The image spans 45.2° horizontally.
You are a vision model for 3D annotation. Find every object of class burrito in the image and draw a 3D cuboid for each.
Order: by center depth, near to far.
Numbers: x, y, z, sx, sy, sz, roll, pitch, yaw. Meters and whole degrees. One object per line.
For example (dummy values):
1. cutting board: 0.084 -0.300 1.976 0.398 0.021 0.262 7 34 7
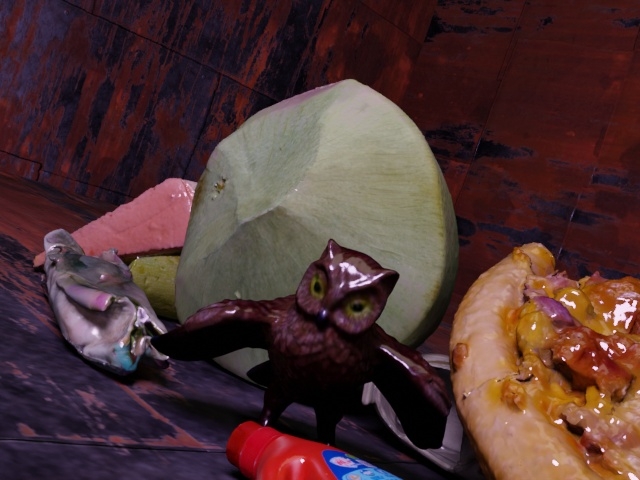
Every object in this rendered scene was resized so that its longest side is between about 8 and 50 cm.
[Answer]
1. burrito: -0.205 0.051 0.701 0.096 0.066 0.309 22 3 -28

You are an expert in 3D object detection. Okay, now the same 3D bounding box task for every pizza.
1. pizza: 0.224 0.122 0.509 0.277 0.114 0.409 9 30 -5

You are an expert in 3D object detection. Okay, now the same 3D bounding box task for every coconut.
1. coconut: 0.000 0.000 0.769 0.281 0.328 0.328 36 6 19

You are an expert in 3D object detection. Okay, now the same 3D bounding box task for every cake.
1. cake: -0.222 -0.010 0.924 0.225 0.090 0.109 -10 -9 15

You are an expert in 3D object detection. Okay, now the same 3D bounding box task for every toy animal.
1. toy animal: -0.003 0.068 0.531 0.218 0.180 0.116 20 27 -2

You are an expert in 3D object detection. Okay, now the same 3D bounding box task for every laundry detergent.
1. laundry detergent: 0.005 0.141 0.411 0.165 0.049 0.097 17 3 40

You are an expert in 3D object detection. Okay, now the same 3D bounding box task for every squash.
1. squash: -0.147 0.062 0.904 0.200 0.090 0.075 22 32 -33

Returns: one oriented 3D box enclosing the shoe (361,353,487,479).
1. shoe: 0.156 0.163 0.626 0.274 0.103 0.098 13 -3 35
